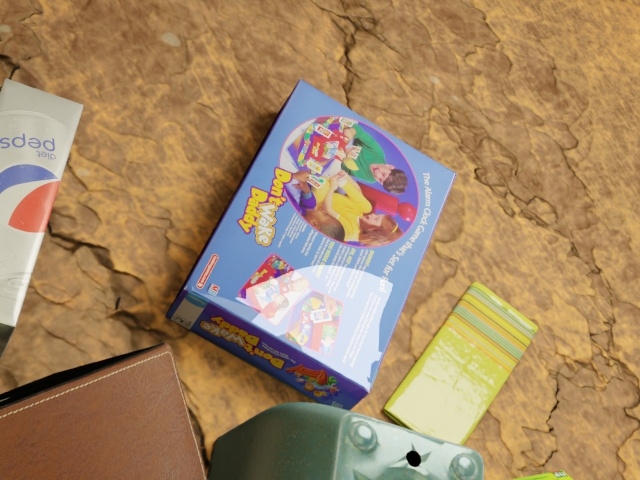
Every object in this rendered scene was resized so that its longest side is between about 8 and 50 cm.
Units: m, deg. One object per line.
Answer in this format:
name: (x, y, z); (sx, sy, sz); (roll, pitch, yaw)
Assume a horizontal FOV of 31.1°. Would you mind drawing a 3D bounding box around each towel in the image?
towel: (0.172, 0.154, 1.390); (0.102, 0.021, 0.237); (37, 54, 5)

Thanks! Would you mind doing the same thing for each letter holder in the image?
letter holder: (-0.240, 0.236, 0.993); (0.302, 0.152, 0.214); (-18, 91, -63)

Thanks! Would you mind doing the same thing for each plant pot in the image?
plant pot: (0.030, 0.289, 1.096); (0.248, 0.252, 0.247); (19, 56, -14)

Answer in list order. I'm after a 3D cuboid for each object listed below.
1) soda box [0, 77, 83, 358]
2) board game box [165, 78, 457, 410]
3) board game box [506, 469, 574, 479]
soda box: (-0.332, -0.025, 1.204); (0.091, 0.098, 0.286); (19, 55, -15)
board game box: (0.000, 0.000, 1.360); (0.233, 0.078, 0.347); (31, 53, -6)
board game box: (0.232, 0.306, 1.264); (0.181, 0.043, 0.092); (1, 26, -39)
